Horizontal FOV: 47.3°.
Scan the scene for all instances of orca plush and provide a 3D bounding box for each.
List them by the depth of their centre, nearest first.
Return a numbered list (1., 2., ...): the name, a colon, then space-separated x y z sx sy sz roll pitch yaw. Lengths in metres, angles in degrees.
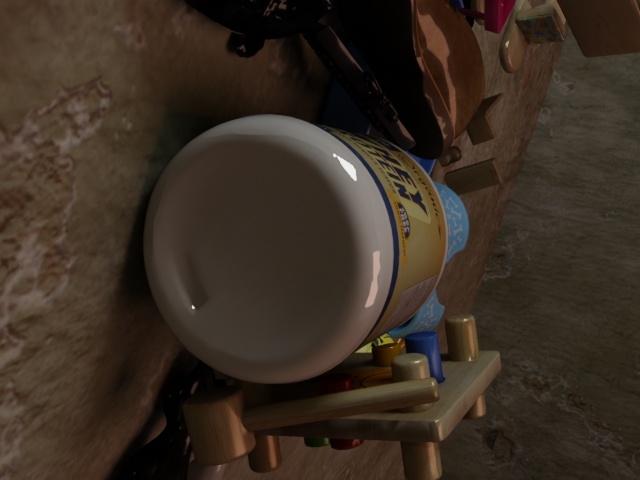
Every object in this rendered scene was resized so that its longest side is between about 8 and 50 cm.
1. orca plush: -0.031 -0.229 0.608 0.287 0.102 0.151 7 103 -70

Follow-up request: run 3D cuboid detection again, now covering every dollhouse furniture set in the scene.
1. dollhouse furniture set: 0.386 -0.386 1.105 0.394 0.362 0.257 40 64 -43
2. dollhouse furniture set: 0.327 -0.199 1.527 0.123 0.144 0.151 -46 114 -49

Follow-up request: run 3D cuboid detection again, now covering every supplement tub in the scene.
1. supplement tub: 0.000 0.000 0.734 0.316 0.228 0.229 -11 120 -68

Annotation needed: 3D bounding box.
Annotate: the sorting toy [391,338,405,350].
1. sorting toy: 0.157 0.142 1.572 0.196 0.047 0.348 -48 152 -36

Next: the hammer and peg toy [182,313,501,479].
1. hammer and peg toy: 0.036 0.177 0.779 0.361 0.265 0.128 -16 99 -63

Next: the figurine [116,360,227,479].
1. figurine: -0.146 0.257 0.831 0.215 0.092 0.210 71 40 -63

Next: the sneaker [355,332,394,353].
1. sneaker: 0.046 0.148 1.127 0.145 0.147 0.385 -63 157 -11

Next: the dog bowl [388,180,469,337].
1. dog bowl: 0.150 0.040 1.288 0.074 0.165 0.298 -10 120 -55

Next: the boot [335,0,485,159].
1. boot: 0.102 -0.249 0.816 0.115 0.112 0.305 -41 124 -25

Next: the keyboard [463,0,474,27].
1. keyboard: 0.248 -0.473 1.213 0.202 0.033 0.317 -55 156 -48

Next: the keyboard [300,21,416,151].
1. keyboard: 0.040 -0.161 0.778 0.023 0.108 0.180 -46 128 0

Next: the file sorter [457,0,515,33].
1. file sorter: 0.146 -0.412 0.775 0.202 0.182 0.291 -62 158 -17

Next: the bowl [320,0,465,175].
1. bowl: 0.103 -0.174 1.060 0.391 0.077 0.391 -53 155 -39
